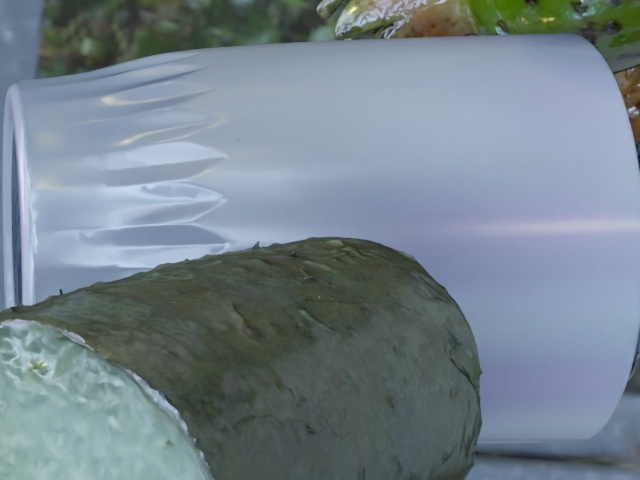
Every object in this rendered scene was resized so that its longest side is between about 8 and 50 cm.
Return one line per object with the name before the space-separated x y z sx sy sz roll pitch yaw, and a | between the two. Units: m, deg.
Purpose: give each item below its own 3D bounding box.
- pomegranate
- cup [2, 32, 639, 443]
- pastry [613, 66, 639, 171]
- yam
pomegranate | 0.163 -0.196 1.402 0.286 0.231 0.231 -46 42 -7
cup | 0.000 0.000 1.152 0.253 0.371 0.253 179 90 -77
pastry | 0.252 -0.173 1.741 0.337 0.405 0.292 -39 66 -9
yam | -0.043 0.084 0.793 0.161 0.268 0.161 3 96 24
